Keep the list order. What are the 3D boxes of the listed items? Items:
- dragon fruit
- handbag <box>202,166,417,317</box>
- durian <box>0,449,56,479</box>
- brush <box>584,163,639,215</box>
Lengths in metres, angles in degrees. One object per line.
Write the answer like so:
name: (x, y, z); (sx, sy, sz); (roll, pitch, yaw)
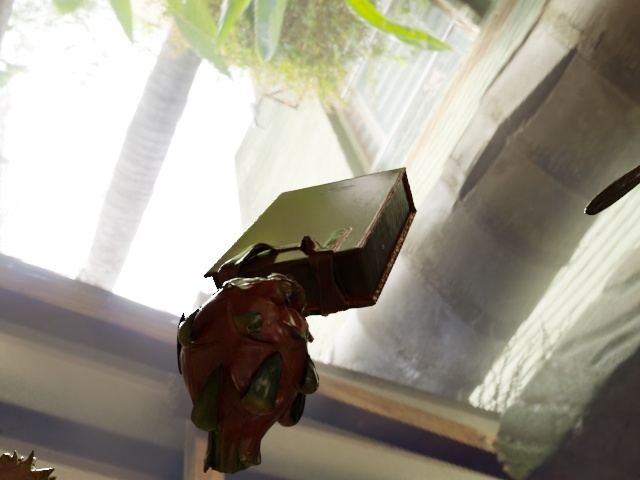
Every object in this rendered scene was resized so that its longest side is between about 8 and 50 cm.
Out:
dragon fruit: (-0.043, 0.077, 0.421); (0.081, 0.116, 0.086); (4, -176, 33)
handbag: (0.000, 0.000, 0.585); (0.127, 0.063, 0.190); (-9, -159, 21)
durian: (-0.263, 0.275, 0.547); (0.132, 0.165, 0.182); (36, -133, 9)
brush: (0.329, -0.080, 0.700); (0.021, 0.196, 0.070); (51, 167, 27)
